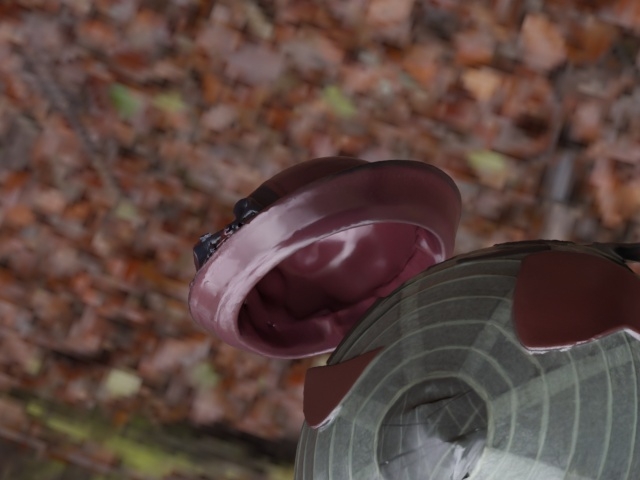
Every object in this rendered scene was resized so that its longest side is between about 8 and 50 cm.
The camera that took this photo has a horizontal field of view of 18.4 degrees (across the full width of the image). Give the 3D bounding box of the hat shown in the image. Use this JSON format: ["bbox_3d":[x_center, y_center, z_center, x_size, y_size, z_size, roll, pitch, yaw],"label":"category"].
[{"bbox_3d":[0.000,0.000,1.344,0.205,0.089,0.205,-19,150,-12],"label":"hat"}]

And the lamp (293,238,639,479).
[{"bbox_3d":[0.104,0.119,1.119,0.265,0.233,0.233,-33,139,12],"label":"lamp"}]
